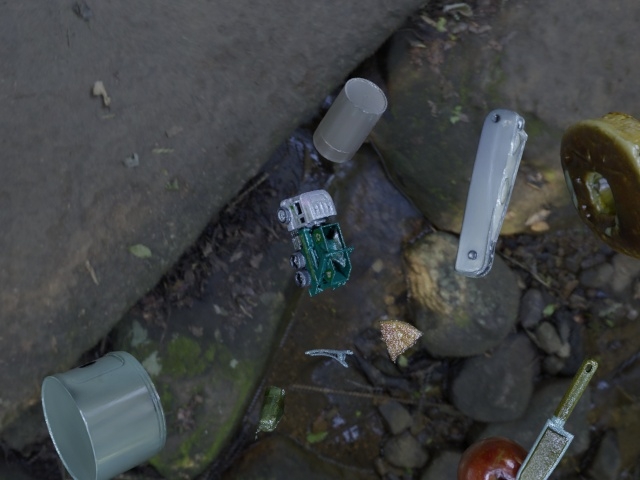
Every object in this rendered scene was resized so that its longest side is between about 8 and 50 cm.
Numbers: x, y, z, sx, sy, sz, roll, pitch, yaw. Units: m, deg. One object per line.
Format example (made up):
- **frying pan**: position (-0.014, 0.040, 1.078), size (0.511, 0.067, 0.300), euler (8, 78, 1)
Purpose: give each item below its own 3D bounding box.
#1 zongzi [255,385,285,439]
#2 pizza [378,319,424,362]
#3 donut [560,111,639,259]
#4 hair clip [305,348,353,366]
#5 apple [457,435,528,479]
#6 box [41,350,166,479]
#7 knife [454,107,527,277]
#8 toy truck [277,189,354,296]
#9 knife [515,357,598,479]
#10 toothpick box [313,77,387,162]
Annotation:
- **zongzi**: position (-0.124, 0.453, 1.817), size (0.062, 0.154, 0.130), euler (10, 133, 3)
- **pizza**: position (0.176, 0.223, 1.748), size (0.100, 0.029, 0.099), euler (-42, 73, -11)
- **donut**: position (0.643, -0.115, 1.546), size (0.160, 0.330, 0.330), euler (-17, 115, -9)
- **hair clip**: position (0.019, 0.274, 1.741), size (0.030, 0.115, 0.039), euler (34, 61, -57)
- **apple**: position (0.392, 0.529, 1.648), size (0.181, 0.168, 0.181), euler (1, 80, -3)
- **box**: position (-0.421, 0.342, 1.432), size (0.149, 0.226, 0.226), euler (-19, 118, -40)
- **knife**: position (0.261, -0.073, 1.133), size (0.041, 0.073, 0.265), euler (20, 84, -54)
- **toy truck**: position (0.000, 0.000, 1.560), size (0.110, 0.116, 0.216), euler (-14, 85, -39)
- **knife**: position (0.491, 0.400, 1.529), size (0.061, 0.027, 0.343), euler (30, 96, 14)
- **toothpick box**: position (0.065, -0.273, 1.700), size (0.111, 0.111, 0.180), euler (10, 144, -22)
